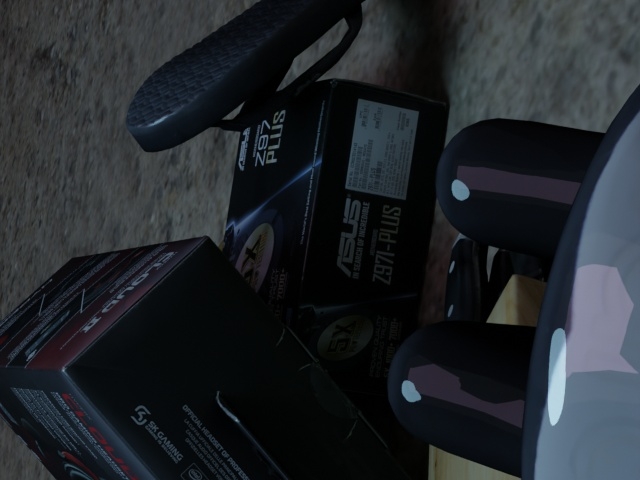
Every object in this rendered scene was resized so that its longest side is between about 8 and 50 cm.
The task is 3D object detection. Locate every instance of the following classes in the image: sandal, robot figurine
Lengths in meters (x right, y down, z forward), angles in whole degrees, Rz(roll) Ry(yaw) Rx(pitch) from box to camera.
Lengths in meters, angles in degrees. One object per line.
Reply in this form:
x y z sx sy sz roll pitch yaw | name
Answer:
-0.013 -0.117 1.008 0.097 0.254 0.054 -9 115 45 | sandal
0.161 0.041 0.430 0.278 0.173 0.209 14 131 29 | robot figurine

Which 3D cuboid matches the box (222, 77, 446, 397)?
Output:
0.000 0.000 1.045 0.147 0.077 0.180 180 100 -67 | box

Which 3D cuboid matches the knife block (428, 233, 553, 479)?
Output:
0.082 0.076 0.622 0.242 0.275 0.088 44 130 29 | knife block

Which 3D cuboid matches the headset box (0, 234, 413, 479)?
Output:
-0.071 0.116 0.967 0.110 0.218 0.293 -44 14 -20 | headset box

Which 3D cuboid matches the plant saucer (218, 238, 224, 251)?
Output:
-0.067 0.028 1.273 0.083 0.015 0.083 -170 90 -68 | plant saucer
